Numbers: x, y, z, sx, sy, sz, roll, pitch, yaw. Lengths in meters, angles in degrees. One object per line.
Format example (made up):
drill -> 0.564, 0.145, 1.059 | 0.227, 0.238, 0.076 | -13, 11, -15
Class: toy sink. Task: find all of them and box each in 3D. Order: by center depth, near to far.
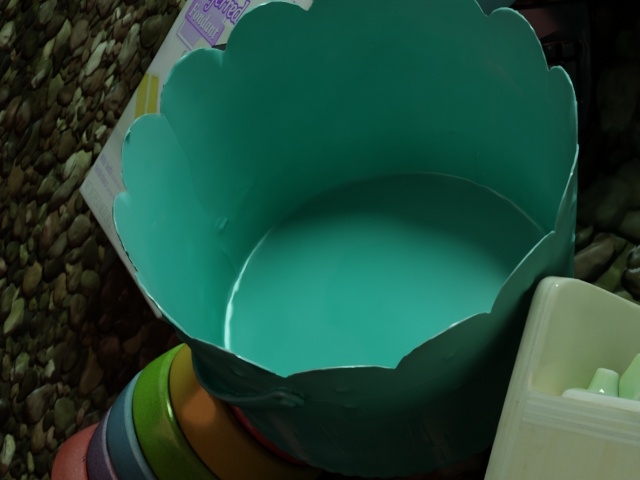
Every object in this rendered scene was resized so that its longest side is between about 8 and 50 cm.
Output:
toy sink -> 0.178, 0.151, 0.694 | 0.131, 0.152, 0.234 | 4, 75, 53

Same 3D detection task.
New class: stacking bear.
stacking bear -> -0.051, 0.132, 1.005 | 0.289, 0.164, 0.175 | -40, 44, 26

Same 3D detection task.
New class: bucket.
bucket -> 0.027, -0.001, 0.828 | 0.281, 0.183, 0.281 | -7, 55, 9

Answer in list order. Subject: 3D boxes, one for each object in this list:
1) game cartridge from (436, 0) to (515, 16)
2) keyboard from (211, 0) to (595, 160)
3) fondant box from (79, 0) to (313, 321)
game cartridge -> 0.128, -0.338, 0.892 | 0.230, 0.068, 0.355 | -45, 42, 36
keyboard -> 0.050, -0.144, 1.003 | 0.317, 0.033, 0.202 | -2, 83, 31
fondant box -> -0.066, -0.112, 1.193 | 0.330, 0.096, 0.238 | -57, 38, 13
